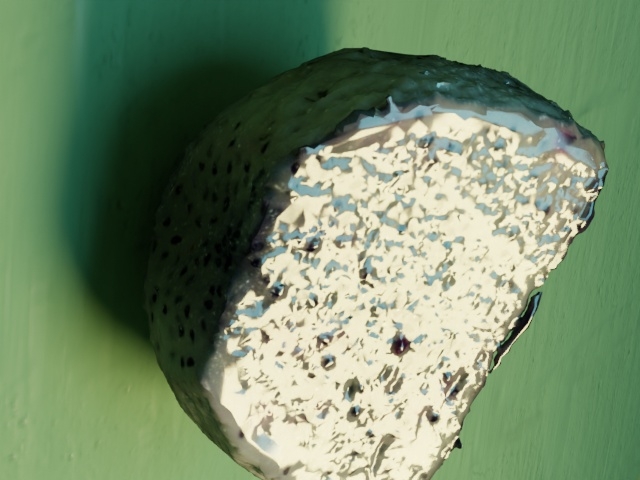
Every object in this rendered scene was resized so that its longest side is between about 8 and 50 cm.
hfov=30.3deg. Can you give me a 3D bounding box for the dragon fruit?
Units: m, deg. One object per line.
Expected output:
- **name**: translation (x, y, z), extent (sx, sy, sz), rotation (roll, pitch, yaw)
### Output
- **dragon fruit**: translation (0.000, 0.000, 0.726), extent (0.221, 0.204, 0.283), rotation (19, 102, -35)
